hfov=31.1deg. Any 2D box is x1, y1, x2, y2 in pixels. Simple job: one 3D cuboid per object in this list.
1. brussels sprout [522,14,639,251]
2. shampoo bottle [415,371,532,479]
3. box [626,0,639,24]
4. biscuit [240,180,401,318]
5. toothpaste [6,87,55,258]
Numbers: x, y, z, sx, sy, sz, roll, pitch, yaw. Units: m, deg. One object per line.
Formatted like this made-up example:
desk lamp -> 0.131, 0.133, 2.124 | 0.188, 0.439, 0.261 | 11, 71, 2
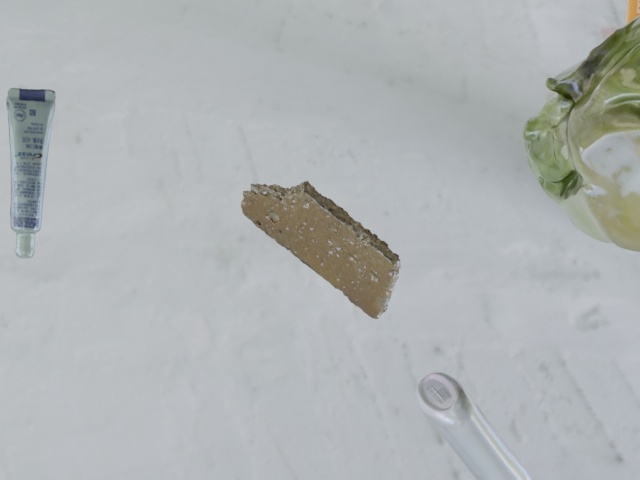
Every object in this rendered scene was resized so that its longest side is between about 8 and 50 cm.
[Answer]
brussels sprout -> 0.359, -0.111, 1.091 | 0.247, 0.328, 0.328 | 51, -145, 1
shampoo bottle -> 0.185, 0.239, 1.244 | 0.221, 0.051, 0.108 | 52, 176, -22
box -> 0.573, -0.285, 1.731 | 0.143, 0.341, 0.225 | -10, -156, -15
biscuit -> -0.002, -0.010, 1.408 | 0.237, 0.131, 0.026 | 39, -124, 18
toothpaste -> -0.370, -0.085, 1.461 | 0.062, 0.216, 0.037 | 0, -174, -28
